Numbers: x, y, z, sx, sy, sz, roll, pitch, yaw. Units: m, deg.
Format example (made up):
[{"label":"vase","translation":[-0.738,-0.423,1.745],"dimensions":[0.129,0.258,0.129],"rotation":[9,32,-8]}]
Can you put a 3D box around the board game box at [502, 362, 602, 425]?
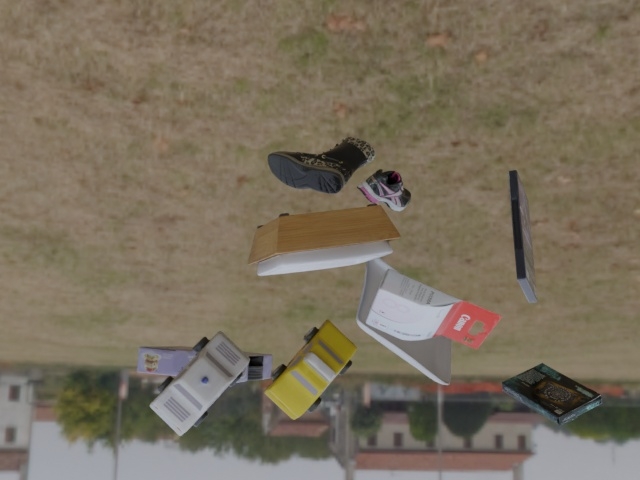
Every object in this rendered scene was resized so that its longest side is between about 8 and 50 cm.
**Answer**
[{"label":"board game box","translation":[0.517,0.342,1.873],"dimensions":[0.126,0.026,0.186],"rotation":[-19,-156,-23]}]

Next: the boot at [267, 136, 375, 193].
[{"label":"boot","translation":[0.003,-0.201,2.103],"dimensions":[0.236,0.085,0.178],"rotation":[18,-138,33]}]

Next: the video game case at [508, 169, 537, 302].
[{"label":"video game case","translation":[0.490,-0.007,2.019],"dimensions":[0.026,0.274,0.196],"rotation":[-8,157,19]}]

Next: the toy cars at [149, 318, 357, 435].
[{"label":"toy cars","translation":[-0.108,0.240,1.499],"dimensions":[0.393,0.177,0.087],"rotation":[-4,169,-17]}]

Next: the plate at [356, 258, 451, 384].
[{"label":"plate","translation":[0.196,0.188,1.979],"dimensions":[0.277,0.278,0.045],"rotation":[36,122,-13]}]

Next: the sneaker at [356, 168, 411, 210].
[{"label":"sneaker","translation":[0.165,-0.120,1.911],"dimensions":[0.077,0.072,0.178],"rotation":[-46,155,23]}]

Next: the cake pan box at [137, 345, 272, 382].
[{"label":"cake pan box","translation":[-0.267,0.295,2.012],"dimensions":[0.266,0.070,0.245],"rotation":[3,176,15]}]

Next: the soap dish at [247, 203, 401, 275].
[{"label":"soap dish","translation":[0.000,0.000,1.867],"dimensions":[0.290,0.118,0.229],"rotation":[-7,175,-21]}]

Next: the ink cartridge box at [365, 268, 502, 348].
[{"label":"ink cartridge box","translation":[0.212,0.155,1.627],"dimensions":[0.232,0.066,0.189],"rotation":[27,154,8]}]
